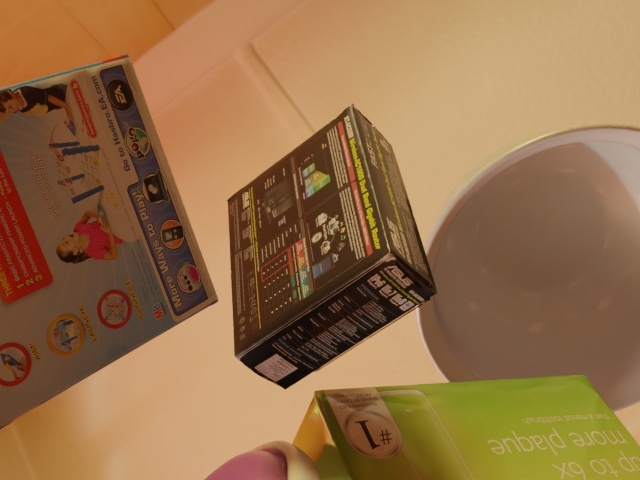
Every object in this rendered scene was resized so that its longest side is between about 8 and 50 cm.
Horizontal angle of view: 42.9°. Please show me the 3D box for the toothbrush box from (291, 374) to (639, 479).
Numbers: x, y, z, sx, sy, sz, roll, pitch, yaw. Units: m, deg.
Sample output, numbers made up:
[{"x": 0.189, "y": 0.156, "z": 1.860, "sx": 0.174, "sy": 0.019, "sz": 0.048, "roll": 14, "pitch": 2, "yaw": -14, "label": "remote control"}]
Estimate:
[{"x": 0.115, "y": 0.215, "z": 0.422, "sx": 0.206, "sy": 0.122, "sz": 0.283, "roll": 3, "pitch": -141, "yaw": -27, "label": "toothbrush box"}]

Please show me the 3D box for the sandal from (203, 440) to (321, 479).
[{"x": -0.098, "y": 0.183, "z": 0.267, "sx": 0.102, "sy": 0.416, "sz": 0.169, "roll": 44, "pitch": -65, "yaw": -6, "label": "sandal"}]

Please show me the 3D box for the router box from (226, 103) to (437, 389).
[{"x": 0.000, "y": 0.000, "z": 0.409, "sx": 0.092, "sy": 0.038, "sz": 0.122, "roll": -35, "pitch": -143, "yaw": 21, "label": "router box"}]

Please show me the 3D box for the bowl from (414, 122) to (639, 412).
[{"x": 0.225, "y": 0.014, "z": 0.772, "sx": 0.298, "sy": 0.298, "sz": 0.134, "roll": -21, "pitch": -155, "yaw": 7, "label": "bowl"}]

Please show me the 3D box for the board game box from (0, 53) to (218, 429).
[{"x": -0.289, "y": -0.011, "z": 0.867, "sx": 0.086, "sy": 0.302, "sz": 0.308, "roll": -7, "pitch": -74, "yaw": 43, "label": "board game box"}]
